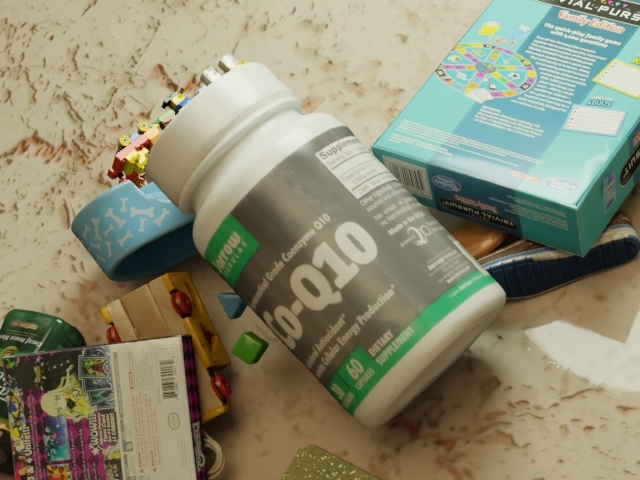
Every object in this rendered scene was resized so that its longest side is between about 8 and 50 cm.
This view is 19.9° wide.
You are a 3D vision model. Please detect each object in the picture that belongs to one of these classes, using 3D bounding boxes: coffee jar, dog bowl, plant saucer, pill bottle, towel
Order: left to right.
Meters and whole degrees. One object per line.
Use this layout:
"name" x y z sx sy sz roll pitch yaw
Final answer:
"coffee jar" -0.343 0.173 2.060 0.096 0.079 0.184 8 62 26
"dog bowl" -0.135 -0.044 2.078 0.297 0.166 0.074 -26 75 3
"pill bottle" 0.000 0.000 1.884 0.204 0.204 0.361 -42 78 -9
"towel" 0.013 0.278 1.882 0.148 0.027 0.110 21 66 32
"plant saucer" 0.172 -0.007 1.995 0.083 0.013 0.083 -31 24 16

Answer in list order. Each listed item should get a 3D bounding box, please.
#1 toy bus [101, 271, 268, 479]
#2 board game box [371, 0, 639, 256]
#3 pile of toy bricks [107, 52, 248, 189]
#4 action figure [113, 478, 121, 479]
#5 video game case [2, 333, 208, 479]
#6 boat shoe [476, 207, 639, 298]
"toy bus" -0.150 0.133 1.992 0.191 0.104 0.202 20 96 17
"board game box" 0.255 -0.153 2.007 0.254 0.079 0.336 20 55 31
"pile of toy bricks" -0.149 -0.114 2.178 0.105 0.118 0.212 44 61 9
"action figure" -0.249 0.331 1.810 0.285 0.099 0.185 -7 40 34
"video game case" -0.226 0.225 1.935 0.210 0.042 0.232 -8 86 16
"boat shoe" 0.246 0.010 1.953 0.183 0.066 0.066 -13 48 0
